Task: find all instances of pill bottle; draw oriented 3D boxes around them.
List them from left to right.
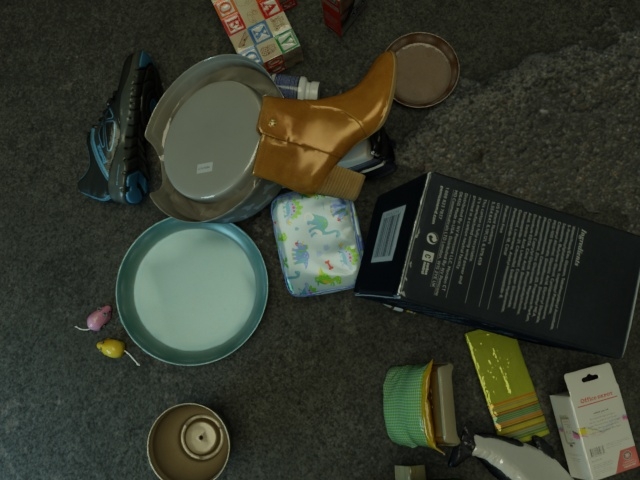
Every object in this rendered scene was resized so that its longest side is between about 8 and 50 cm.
[{"bbox_3d":[-0.063,-0.320,1.394,0.120,0.067,0.067,7,83,6],"label":"pill bottle"}]

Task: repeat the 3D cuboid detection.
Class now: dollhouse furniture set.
[{"bbox_3d":[0.141,0.372,1.186,0.151,0.198,0.301,5,74,-29],"label":"dollhouse furniture set"}]

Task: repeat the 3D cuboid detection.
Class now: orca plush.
[{"bbox_3d":[0.355,0.448,1.238,0.287,0.102,0.151,17,52,-22],"label":"orca plush"}]

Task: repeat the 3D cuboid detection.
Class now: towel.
[{"bbox_3d":[0.372,0.286,1.306,0.102,0.021,0.237,-16,81,-3],"label":"towel"}]

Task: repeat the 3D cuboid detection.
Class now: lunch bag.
[{"bbox_3d":[0.000,0.000,1.321,0.176,0.090,0.218,-12,93,2],"label":"lunch bag"}]

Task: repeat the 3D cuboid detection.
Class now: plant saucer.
[{"bbox_3d":[-0.265,0.101,1.362,0.318,0.043,0.317,0,81,2],"label":"plant saucer"},{"bbox_3d":[0.211,-0.362,1.397,0.169,0.029,0.168,0,83,4],"label":"plant saucer"}]

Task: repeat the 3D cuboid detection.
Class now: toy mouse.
[{"bbox_3d":[-0.439,0.174,1.380,0.161,0.031,0.143,16,84,7],"label":"toy mouse"}]

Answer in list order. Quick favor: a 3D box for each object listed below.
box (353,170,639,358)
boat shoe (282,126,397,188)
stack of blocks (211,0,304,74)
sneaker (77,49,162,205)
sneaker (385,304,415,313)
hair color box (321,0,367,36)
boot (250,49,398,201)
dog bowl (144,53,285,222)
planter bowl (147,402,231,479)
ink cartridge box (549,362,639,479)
[{"bbox_3d":[0.298,0.050,1.158,0.396,0.293,0.211,15,83,-9],"label":"box"},{"bbox_3d":[-0.003,-0.158,1.346,0.341,0.158,0.127,-6,75,29],"label":"boat shoe"},{"bbox_3d":[-0.139,-0.513,1.415,0.171,0.087,0.297,-25,81,1],"label":"stack of blocks"},{"bbox_3d":[-0.433,-0.247,1.389,0.140,0.125,0.340,5,79,16],"label":"sneaker"},{"bbox_3d":[0.177,0.053,1.326,0.084,0.069,0.185,13,83,1],"label":"sneaker"},{"bbox_3d":[0.051,-0.507,1.358,0.053,0.167,0.093,38,88,8],"label":"hair color box"},{"bbox_3d":[0.003,-0.226,1.147,0.211,0.104,0.294,18,89,-12],"label":"boot"},{"bbox_3d":[-0.198,-0.192,1.313,0.349,0.102,0.348,-9,73,29],"label":"dog bowl"},{"bbox_3d":[-0.248,0.400,1.296,0.162,0.109,0.161,-1,82,5],"label":"planter bowl"},{"bbox_3d":[0.518,0.342,1.246,0.115,0.067,0.198,-9,82,-18],"label":"ink cartridge box"}]
